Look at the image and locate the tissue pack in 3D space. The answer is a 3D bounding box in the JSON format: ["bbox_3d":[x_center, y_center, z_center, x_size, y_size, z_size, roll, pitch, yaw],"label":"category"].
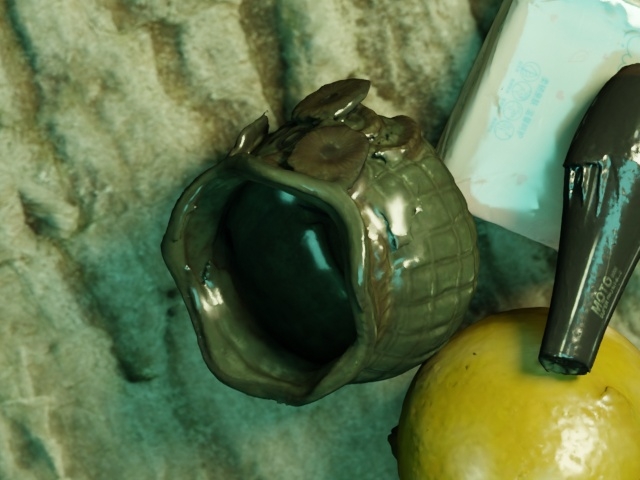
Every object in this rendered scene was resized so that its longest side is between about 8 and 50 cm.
[{"bbox_3d":[0.246,-0.136,1.896,0.201,0.124,0.271,23,104,-2],"label":"tissue pack"}]

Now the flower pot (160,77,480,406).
[{"bbox_3d":[0.000,0.000,1.844,0.302,0.213,0.302,17,117,36],"label":"flower pot"}]

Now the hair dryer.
[{"bbox_3d":[0.365,0.018,1.827,0.359,0.120,0.303,22,76,-33],"label":"hair dryer"}]

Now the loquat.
[{"bbox_3d":[0.242,0.228,1.876,0.359,0.328,0.328,-3,105,19],"label":"loquat"}]
